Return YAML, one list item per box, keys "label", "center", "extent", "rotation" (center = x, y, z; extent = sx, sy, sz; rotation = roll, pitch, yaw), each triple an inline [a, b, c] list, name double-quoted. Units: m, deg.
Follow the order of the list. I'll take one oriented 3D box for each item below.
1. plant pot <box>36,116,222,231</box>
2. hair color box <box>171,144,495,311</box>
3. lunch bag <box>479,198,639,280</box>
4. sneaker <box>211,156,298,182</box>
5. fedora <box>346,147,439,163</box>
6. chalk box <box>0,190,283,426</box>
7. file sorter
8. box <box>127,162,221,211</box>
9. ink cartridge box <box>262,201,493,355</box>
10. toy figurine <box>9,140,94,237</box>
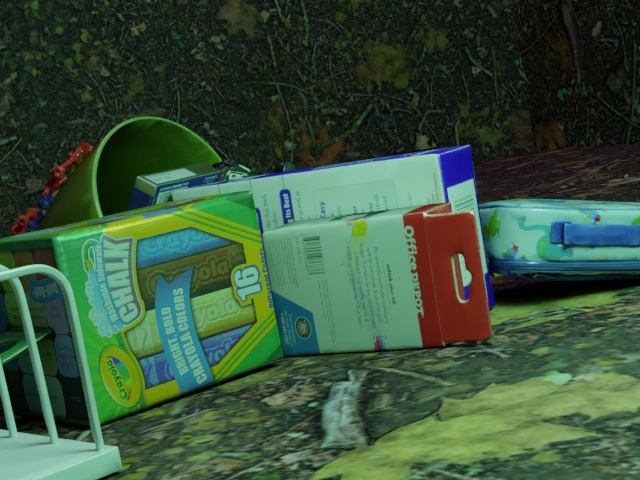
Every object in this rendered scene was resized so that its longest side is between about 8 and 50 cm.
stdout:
- label: "plant pot"
  center: [-0.311, -0.004, 1.752]
  extent: [0.293, 0.274, 0.275]
  rotation: [-26, -6, 40]
- label: "hair color box"
  center: [0.010, 0.008, 1.291]
  extent: [0.339, 0.185, 0.110]
  rotation: [-6, 7, 27]
- label: "lunch bag"
  center: [0.287, -0.003, 1.294]
  extent: [0.219, 0.090, 0.176]
  rotation: [0, 1, -14]
- label: "sneaker"
  center: [-0.151, -0.046, 1.574]
  extent: [0.286, 0.130, 0.109]
  rotation: [-8, 4, -25]
- label: "fedora"
  center: [0.081, -0.061, 1.963]
  extent: [0.334, 0.152, 0.334]
  rotation: [-10, 3, 0]
- label: "chalk box"
  center: [-0.212, 0.067, 1.120]
  extent: [0.289, 0.179, 0.180]
  rotation: [-14, 7, -40]
- label: "file sorter"
  center: [-0.325, 0.115, 0.891]
  extent: [0.278, 0.173, 0.193]
  rotation: [-3, 10, 45]
- label: "box"
  center: [-0.199, 0.020, 1.398]
  extent: [0.036, 0.225, 0.136]
  rotation: [26, 21, 22]
- label: "ink cartridge box"
  center: [0.066, 0.038, 1.162]
  extent: [0.231, 0.134, 0.078]
  rotation: [-6, 7, 27]
- label: "toy figurine"
  center: [-0.422, 0.040, 1.962]
  extent: [0.362, 0.217, 0.191]
  rotation: [-53, 5, 17]
